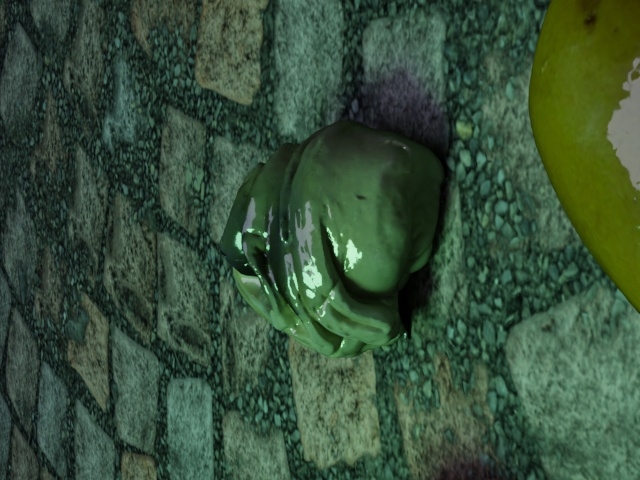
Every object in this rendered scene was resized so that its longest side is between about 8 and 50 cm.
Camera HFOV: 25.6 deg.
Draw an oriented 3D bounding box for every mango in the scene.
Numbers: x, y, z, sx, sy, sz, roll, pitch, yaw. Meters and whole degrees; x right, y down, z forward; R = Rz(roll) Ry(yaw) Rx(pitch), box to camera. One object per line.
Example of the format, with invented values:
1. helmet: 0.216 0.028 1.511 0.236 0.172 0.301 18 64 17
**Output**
1. mango: 0.335 -0.062 1.065 0.300 0.232 0.446 -45 60 22

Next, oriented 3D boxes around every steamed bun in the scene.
1. steamed bun: 0.000 0.000 1.697 0.275 0.206 0.320 46 128 51
